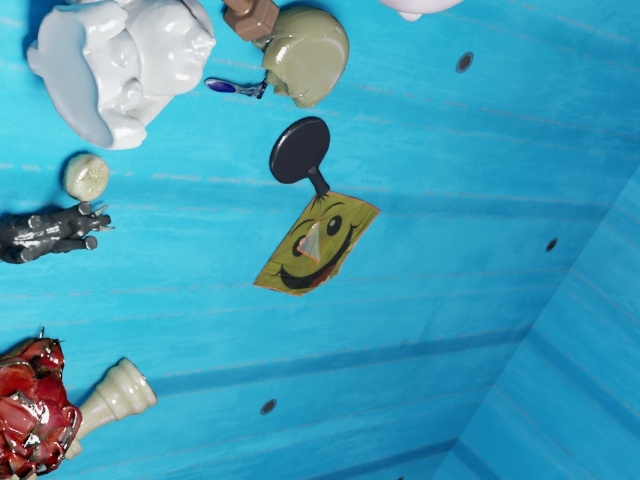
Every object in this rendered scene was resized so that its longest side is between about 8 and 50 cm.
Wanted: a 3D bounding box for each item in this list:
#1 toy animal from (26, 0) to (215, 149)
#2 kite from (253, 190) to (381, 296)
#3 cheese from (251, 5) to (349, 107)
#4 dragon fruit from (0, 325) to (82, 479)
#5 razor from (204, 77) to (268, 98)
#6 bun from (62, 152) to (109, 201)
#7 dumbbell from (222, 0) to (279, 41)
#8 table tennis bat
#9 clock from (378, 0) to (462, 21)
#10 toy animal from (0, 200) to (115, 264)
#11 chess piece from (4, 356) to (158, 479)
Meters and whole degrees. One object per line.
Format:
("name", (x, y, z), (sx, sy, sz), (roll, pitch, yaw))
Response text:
("toy animal", (-0.277, -0.290, 1.607), (0.265, 0.206, 0.272), (-39, 131, -39))
("kite", (-0.002, -0.001, 2.433), (0.377, 0.013, 0.328), (-31, 145, -24))
("cheese", (-0.040, -0.335, 1.930), (0.175, 0.091, 0.202), (-54, 147, 12))
("dragon fruit", (-0.524, 0.290, 1.921), (0.293, 0.233, 0.234), (-56, 157, -32))
("razor", (-0.144, -0.271, 1.929), (0.154, 0.028, 0.044), (-2, 127, -51))
("bun", (-0.391, -0.107, 1.784), (0.086, 0.054, 0.086), (-44, 149, -35))
("dumbbell", (-0.152, -0.398, 1.714), (0.231, 0.082, 0.092), (34, 74, -59))
("table tennis bat", (-0.028, -0.160, 2.206), (0.150, 0.027, 0.236), (-44, 148, -7))
("clock", (0.213, -0.557, 1.835), (0.377, 0.250, 0.368), (-56, 148, 13))
("toy animal", (-0.420, -0.019, 1.782), (0.269, 0.137, 0.082), (-17, 99, -45))
("chess piece", (-0.513, 0.389, 2.142), (0.397, 0.117, 0.117), (-35, 147, -18))
